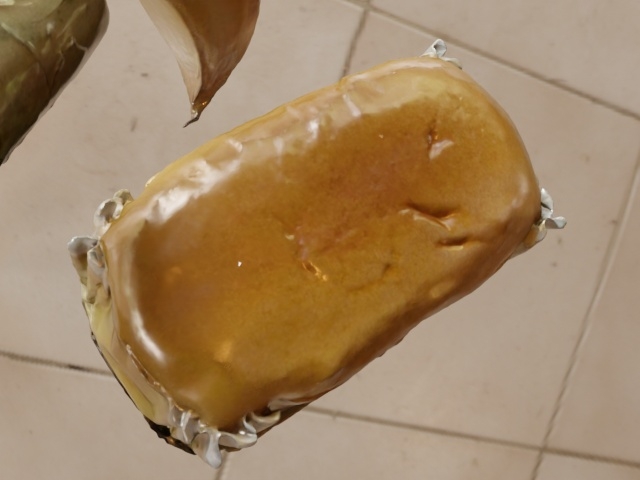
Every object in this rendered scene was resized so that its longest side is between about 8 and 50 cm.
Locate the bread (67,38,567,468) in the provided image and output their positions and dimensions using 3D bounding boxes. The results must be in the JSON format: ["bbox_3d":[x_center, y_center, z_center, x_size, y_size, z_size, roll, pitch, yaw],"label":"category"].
[{"bbox_3d":[0.000,0.000,0.552,0.241,0.107,0.136,-31,82,-23],"label":"bread"}]

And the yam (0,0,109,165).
[{"bbox_3d":[-0.175,0.001,0.351,0.317,0.067,0.071,-56,144,-30],"label":"yam"}]

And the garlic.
[{"bbox_3d":[-0.108,-0.220,0.927,0.115,0.128,0.206,-21,138,0],"label":"garlic"}]
